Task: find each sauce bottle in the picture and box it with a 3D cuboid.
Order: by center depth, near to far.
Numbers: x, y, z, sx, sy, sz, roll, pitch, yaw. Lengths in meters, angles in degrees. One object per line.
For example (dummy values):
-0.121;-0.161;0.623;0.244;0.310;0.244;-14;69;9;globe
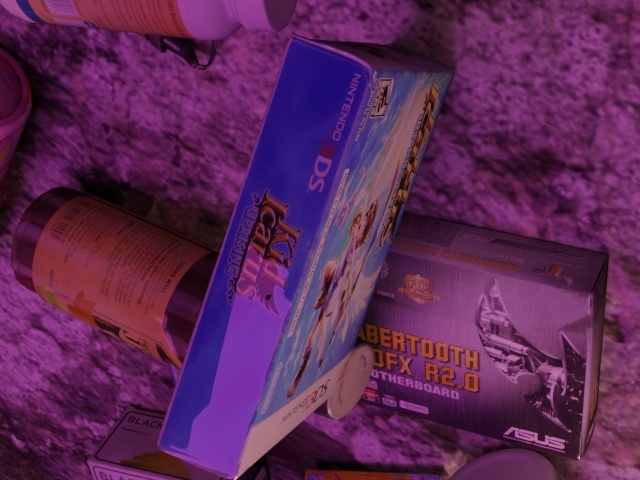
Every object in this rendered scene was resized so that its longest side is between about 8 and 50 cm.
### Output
-0.116;0.056;1.108;0.344;0.111;0.111;23;135;28;sauce bottle

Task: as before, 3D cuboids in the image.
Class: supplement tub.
-0.120;-0.216;0.889;0.200;0.144;0.144;8;130;12;supplement tub
0.188;0.292;1.150;0.117;0.117;0.190;-5;122;34;supplement tub

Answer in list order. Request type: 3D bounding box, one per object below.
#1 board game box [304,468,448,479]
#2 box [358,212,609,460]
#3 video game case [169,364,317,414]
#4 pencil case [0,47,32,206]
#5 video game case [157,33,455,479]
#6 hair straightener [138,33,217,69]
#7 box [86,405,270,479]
0.047;0.277;1.233;0.154;0.103;0.026;-5;155;33;board game box
0.117;0.074;1.057;0.231;0.056;0.183;13;131;22;box
-0.081;0.108;1.232;0.166;0.015;0.119;8;128;26;video game case
-0.350;-0.057;1.185;0.124;0.124;0.284;34;136;2;pencil case
0.000;0.000;0.864;0.061;0.244;0.269;22;103;12;video game case
-0.171;-0.218;0.998;0.230;0.047;0.089;40;135;-3;hair straightener
-0.131;0.326;1.388;0.169;0.087;0.290;9;129;25;box
